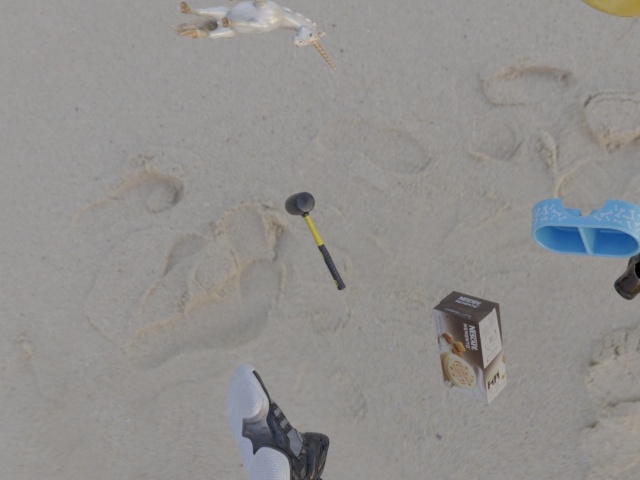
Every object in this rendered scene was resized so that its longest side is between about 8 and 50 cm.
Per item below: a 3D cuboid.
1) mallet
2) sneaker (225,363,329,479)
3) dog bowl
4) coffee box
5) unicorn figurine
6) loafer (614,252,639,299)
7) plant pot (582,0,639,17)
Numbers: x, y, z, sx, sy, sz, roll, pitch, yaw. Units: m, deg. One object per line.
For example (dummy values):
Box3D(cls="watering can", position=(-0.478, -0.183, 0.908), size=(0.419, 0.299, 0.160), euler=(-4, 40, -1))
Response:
Box3D(cls="mallet", position=(0.000, 0.000, 1.151), size=(0.039, 0.062, 0.189), euler=(-30, 90, -22))
Box3D(cls="sneaker", position=(-0.078, 0.357, 1.234), size=(0.101, 0.153, 0.268), euler=(-48, 48, 31))
Box3D(cls="dog bowl", position=(0.676, -0.027, 1.669), size=(0.297, 0.166, 0.074), euler=(4, 57, 37))
Box3D(cls="coffee box", position=(0.381, 0.269, 1.670), size=(0.141, 0.246, 0.098), euler=(15, 36, 44))
Box3D(cls="unicorn figurine", position=(-0.073, -0.231, 0.696), size=(0.162, 0.111, 0.060), euler=(24, 112, 32))
Box3D(cls="loafer", position=(0.838, 0.076, 1.695), size=(0.080, 0.078, 0.220), euler=(44, 51, 10))
Box3D(cls="plant pot", position=(0.350, -0.356, 0.634), size=(0.254, 0.239, 0.254), euler=(4, 72, -13))
